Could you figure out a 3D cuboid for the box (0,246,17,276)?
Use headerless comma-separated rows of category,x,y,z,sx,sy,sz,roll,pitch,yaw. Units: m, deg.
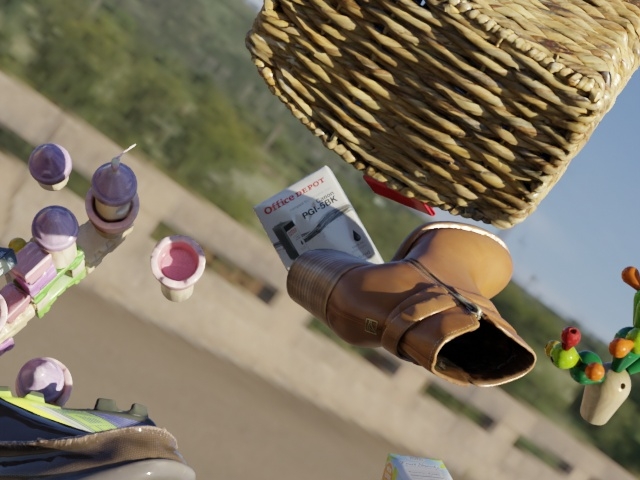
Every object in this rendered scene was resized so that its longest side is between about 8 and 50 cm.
box,-0.362,0.032,1.767,0.067,0.083,0.018,8,-56,31

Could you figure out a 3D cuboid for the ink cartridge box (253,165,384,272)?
ink cartridge box,0.000,0.000,1.917,0.135,0.099,0.056,60,3,13

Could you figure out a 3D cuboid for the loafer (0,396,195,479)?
loafer,-0.275,0.183,1.431,0.366,0.130,0.134,-8,-25,21

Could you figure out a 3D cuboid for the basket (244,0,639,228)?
basket,0.116,-0.177,1.512,0.299,0.213,0.223,33,41,4

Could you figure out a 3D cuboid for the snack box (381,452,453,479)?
snack box,0.103,0.345,1.806,0.070,0.174,0.207,10,17,-16

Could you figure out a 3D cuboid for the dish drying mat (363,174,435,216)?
dish drying mat,0.079,-0.046,1.734,0.083,0.008,0.032,24,-18,42

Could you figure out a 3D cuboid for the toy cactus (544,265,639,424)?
toy cactus,0.326,0.127,1.924,0.219,0.180,0.112,-20,51,-39

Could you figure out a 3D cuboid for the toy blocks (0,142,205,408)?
toy blocks,-0.332,0.011,2.026,0.309,0.288,0.260,44,-16,8

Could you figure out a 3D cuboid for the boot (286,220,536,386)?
boot,0.135,0.061,1.658,0.283,0.109,0.220,3,17,-41

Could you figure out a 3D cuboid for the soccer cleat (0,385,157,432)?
soccer cleat,-0.313,0.231,1.882,0.289,0.121,0.093,7,-24,-21
